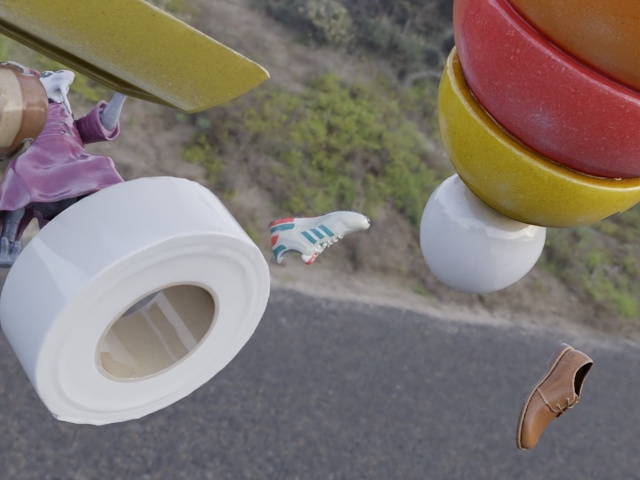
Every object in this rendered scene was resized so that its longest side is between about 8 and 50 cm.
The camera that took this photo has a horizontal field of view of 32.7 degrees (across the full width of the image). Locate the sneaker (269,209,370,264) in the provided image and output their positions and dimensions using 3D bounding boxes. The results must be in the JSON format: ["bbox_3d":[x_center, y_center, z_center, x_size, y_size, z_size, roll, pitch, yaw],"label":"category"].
[{"bbox_3d":[0.000,0.000,1.682,0.161,0.075,0.057,-6,-17,12],"label":"sneaker"}]

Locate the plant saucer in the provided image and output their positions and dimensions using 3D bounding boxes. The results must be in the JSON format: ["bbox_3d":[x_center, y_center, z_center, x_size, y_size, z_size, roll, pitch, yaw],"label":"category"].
[{"bbox_3d":[-0.267,-0.236,1.214,0.333,0.081,0.333,25,0,-31],"label":"plant saucer"}]

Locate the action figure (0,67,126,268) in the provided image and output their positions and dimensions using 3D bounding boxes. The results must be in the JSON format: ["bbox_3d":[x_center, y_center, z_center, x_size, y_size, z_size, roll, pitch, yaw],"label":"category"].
[{"bbox_3d":[-0.377,-0.113,1.574,0.248,0.276,0.370,3,40,-20],"label":"action figure"}]

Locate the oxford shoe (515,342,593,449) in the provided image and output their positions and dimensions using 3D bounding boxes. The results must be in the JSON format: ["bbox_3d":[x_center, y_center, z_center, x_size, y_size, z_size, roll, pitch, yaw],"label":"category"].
[{"bbox_3d":[0.423,0.291,1.977,0.076,0.212,0.076,25,-8,39],"label":"oxford shoe"}]

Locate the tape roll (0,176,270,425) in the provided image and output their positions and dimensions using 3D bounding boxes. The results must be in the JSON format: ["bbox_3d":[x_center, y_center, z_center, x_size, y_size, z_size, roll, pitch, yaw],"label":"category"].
[{"bbox_3d":[-0.200,0.071,1.196,0.286,0.286,0.100,4,37,-48],"label":"tape roll"}]

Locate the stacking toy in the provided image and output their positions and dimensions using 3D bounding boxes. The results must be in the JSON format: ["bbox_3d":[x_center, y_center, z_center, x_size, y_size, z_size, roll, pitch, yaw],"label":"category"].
[{"bbox_3d":[0.217,-0.131,0.926,0.350,0.480,0.350,13,44,-13],"label":"stacking toy"}]

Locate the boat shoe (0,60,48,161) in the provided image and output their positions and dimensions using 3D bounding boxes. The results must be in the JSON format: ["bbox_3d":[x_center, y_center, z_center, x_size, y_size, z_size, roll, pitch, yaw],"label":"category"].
[{"bbox_3d":[-0.337,-0.119,1.056,0.116,0.123,0.324,-2,9,-25],"label":"boat shoe"}]
